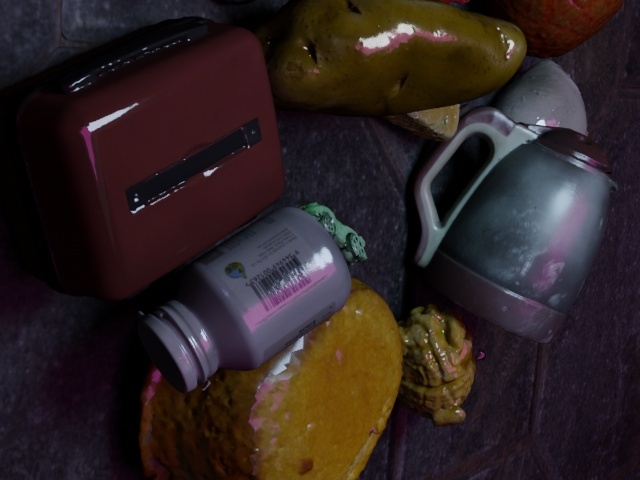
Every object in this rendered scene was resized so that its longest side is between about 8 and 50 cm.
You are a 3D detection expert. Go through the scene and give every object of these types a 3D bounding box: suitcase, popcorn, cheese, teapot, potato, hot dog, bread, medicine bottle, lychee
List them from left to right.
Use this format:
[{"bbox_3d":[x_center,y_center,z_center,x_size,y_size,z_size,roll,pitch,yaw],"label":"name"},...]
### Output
[{"bbox_3d":[-0.183,-0.093,1.123,0.297,0.161,0.236,-35,126,-40],"label":"suitcase"},{"bbox_3d":[-0.085,0.068,1.162,0.215,0.135,0.135,-33,126,-23],"label":"medicine bottle"},{"bbox_3d":[-0.055,0.192,1.332,0.358,0.204,0.337,-49,129,-30],"label":"bread"},{"bbox_3d":[0.080,-0.232,1.330,0.369,0.176,0.195,-3,136,-23],"label":"potato"},{"bbox_3d":[0.113,-0.211,1.540,0.242,0.073,0.084,20,79,-49],"label":"hot dog"},{"bbox_3d":[0.172,0.200,1.680,0.163,0.140,0.194,-68,152,-27],"label":"popcorn"},{"bbox_3d":[0.291,-0.046,1.666,0.312,0.315,0.233,-62,-174,7],"label":"teapot"},{"bbox_3d":[0.368,-0.182,1.811,0.189,0.154,0.198,-38,128,-33],"label":"cheese"},{"bbox_3d":[0.367,-0.421,1.666,0.255,0.255,0.300,-55,176,-27],"label":"lychee"}]

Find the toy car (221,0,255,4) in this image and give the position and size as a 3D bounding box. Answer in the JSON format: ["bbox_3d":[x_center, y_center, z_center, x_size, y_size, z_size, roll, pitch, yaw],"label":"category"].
[{"bbox_3d":[-0.077,-0.360,1.169,0.255,0.188,0.190,-6,96,-51],"label":"toy car"}]

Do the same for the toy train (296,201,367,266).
[{"bbox_3d":[0.000,0.000,1.448,0.149,0.099,0.081,46,30,-39],"label":"toy train"}]

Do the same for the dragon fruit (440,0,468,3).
[{"bbox_3d":[0.137,-0.465,1.382,0.371,0.249,0.386,-40,131,-45],"label":"dragon fruit"}]
